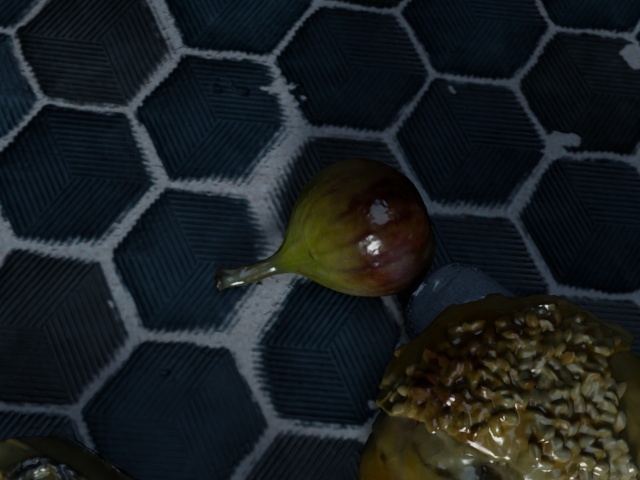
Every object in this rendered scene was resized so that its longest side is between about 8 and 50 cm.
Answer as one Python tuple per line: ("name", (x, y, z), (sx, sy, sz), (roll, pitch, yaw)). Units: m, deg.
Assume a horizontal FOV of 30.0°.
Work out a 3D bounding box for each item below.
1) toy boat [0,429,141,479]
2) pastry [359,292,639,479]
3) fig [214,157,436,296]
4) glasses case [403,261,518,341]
("toy boat", (-0.164, 0.323, 1.069), (0.445, 0.136, 0.162), (32, 61, 11))
("pastry", (0.179, 0.198, 1.099), (0.284, 0.184, 0.316), (28, 86, 4))
("fig", (0.006, -0.016, 1.239), (0.230, 0.160, 0.143), (4, 104, 9))
("glasses case", (0.211, 0.134, 1.235), (0.282, 0.067, 0.109), (39, 72, 7))
